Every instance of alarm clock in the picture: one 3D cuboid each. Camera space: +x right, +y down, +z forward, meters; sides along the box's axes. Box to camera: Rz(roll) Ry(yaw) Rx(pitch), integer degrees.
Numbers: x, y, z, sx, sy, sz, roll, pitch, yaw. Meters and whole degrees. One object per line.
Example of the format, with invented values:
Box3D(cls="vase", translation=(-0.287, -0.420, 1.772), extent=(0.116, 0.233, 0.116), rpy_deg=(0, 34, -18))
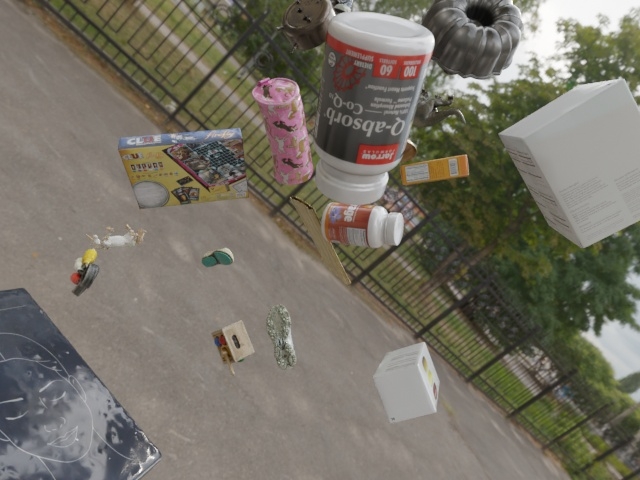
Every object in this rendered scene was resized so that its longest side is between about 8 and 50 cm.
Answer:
Box3D(cls="alarm clock", translation=(-0.012, -0.532, 1.011), extent=(0.129, 0.192, 0.064), rpy_deg=(65, 9, 30))

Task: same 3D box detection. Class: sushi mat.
Box3D(cls="sushi mat", translation=(0.000, 0.000, 1.391), extent=(0.151, 0.019, 0.316), rpy_deg=(36, -23, 56))

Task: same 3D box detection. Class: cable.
Box3D(cls="cable", translation=(-0.669, 0.100, 1.193), extent=(0.072, 0.139, 0.287), rpy_deg=(31, -8, -22))

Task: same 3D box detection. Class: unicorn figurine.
Box3D(cls="unicorn figurine", translation=(-0.595, -0.004, 1.234), extent=(0.162, 0.111, 0.060), rpy_deg=(11, 59, -22))

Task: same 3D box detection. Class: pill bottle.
Box3D(cls="pill bottle", translation=(0.121, -0.043, 1.231), extent=(0.216, 0.121, 0.121), rpy_deg=(7, -6, 25))
Box3D(cls="pill bottle", translation=(0.096, -0.272, 0.925), extent=(0.210, 0.363, 0.210), rpy_deg=(5, 40, -5))

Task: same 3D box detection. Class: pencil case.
Box3D(cls="pencil case", translation=(-0.124, -0.374, 1.504), extent=(0.386, 0.167, 0.160), rpy_deg=(81, 17, -53))

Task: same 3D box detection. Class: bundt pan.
Box3D(cls="bundt pan", translation=(0.482, -0.674, 1.339), extent=(0.331, 0.331, 0.124), rpy_deg=(50, -18, 11))

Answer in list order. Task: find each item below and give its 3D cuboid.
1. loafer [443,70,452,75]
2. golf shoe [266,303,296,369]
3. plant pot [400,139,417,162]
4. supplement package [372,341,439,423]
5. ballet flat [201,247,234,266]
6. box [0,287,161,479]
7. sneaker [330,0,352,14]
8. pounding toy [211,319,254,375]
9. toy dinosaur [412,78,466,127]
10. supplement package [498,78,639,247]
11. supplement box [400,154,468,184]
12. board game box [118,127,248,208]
Box3D(cls="loafer", translation=(0.489, -0.650, 1.550), extent=(0.251, 0.087, 0.094), rpy_deg=(-112, -173, -76))
Box3D(cls="golf shoe", translation=(-0.108, 0.266, 1.172), extent=(0.086, 0.069, 0.176), rpy_deg=(91, -10, -68))
Box3D(cls="plant pot", translation=(0.240, -0.345, 1.591), extent=(0.236, 0.236, 0.032), rpy_deg=(27, 67, -58))
Box3D(cls="supplement package", translation=(0.256, 0.405, 1.244), extent=(0.139, 0.134, 0.244), rpy_deg=(70, 17, 5))
Box3D(cls="ballet flat", translation=(-0.459, 0.069, 1.966), extent=(0.086, 0.248, 0.086), rpy_deg=(8, 78, -45))
Box3D(cls="box", translation=(-0.614, 0.359, 0.674), extent=(0.472, 0.297, 0.480), rpy_deg=(47, 9, 8))
Box3D(cls="sneaker", translation=(0.019, -0.596, 1.061), extent=(0.135, 0.058, 0.052), rpy_deg=(24, -3, 7))
Box3D(cls="pounding toy", translation=(-0.278, 0.337, 1.336), extent=(0.100, 0.130, 0.141), rpy_deg=(-20, 84, -35))
Box3D(cls="toy dinosaur", translation=(0.307, -0.415, 1.337), extent=(0.313, 0.160, 0.121), rpy_deg=(45, -5, 19))
Box3D(cls="supplement package", translation=(0.552, -0.164, 0.908), extent=(0.262, 0.199, 0.198), rpy_deg=(56, 16, -9))
Box3D(cls="supplement box", translation=(0.411, -0.252, 1.552), extent=(0.078, 0.233, 0.080), rpy_deg=(-14, 99, -72))
Box3D(cls="board game box", translation=(-0.285, -0.153, 0.928), extent=(0.165, 0.243, 0.042), rpy_deg=(94, -15, -47))
